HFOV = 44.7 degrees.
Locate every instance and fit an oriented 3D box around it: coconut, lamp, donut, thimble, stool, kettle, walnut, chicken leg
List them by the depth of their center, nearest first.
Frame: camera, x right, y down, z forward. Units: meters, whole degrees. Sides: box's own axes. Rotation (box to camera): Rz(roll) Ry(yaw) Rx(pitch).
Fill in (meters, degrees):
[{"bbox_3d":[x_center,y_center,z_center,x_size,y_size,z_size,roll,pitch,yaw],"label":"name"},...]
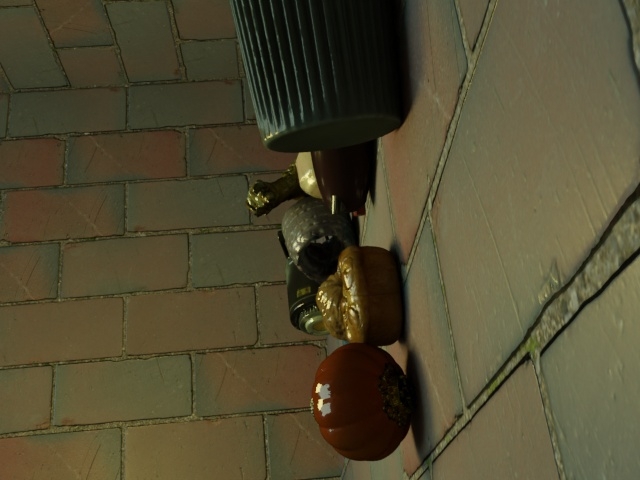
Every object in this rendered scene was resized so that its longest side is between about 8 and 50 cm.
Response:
[{"bbox_3d":[-0.002,-0.344,1.388,0.297,0.297,0.329,126,134,-84],"label":"stool"},{"bbox_3d":[0.081,0.303,1.466,0.223,0.197,0.223,34,-132,-47],"label":"lamp"},{"bbox_3d":[0.098,0.112,1.583,0.226,0.114,0.226,176,90,-86],"label":"donut"},{"bbox_3d":[0.053,-0.190,1.812,0.202,0.144,0.232,-69,-20,-48],"label":"kettle"},{"bbox_3d":[0.068,0.153,1.827,0.184,0.156,0.155,76,-176,-46],"label":"walnut"},{"bbox_3d":[0.014,-0.214,2.162,0.171,0.171,0.182,93,170,-62],"label":"coconut"},{"bbox_3d":[0.000,0.000,2.234,0.236,0.205,0.172,85,173,-47],"label":"thimble"},{"bbox_3d":[-0.072,-0.176,2.287,0.429,0.153,0.201,-31,-45,-45],"label":"chicken leg"},{"bbox_3d":[-0.009,0.164,2.521,0.272,0.205,0.374,-91,-17,-56],"label":"lamp"}]

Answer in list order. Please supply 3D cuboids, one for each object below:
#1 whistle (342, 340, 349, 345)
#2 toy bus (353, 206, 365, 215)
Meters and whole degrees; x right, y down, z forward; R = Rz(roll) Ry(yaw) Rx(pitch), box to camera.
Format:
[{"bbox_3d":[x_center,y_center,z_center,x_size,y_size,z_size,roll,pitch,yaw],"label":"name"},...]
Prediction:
[{"bbox_3d":[0.101,0.273,2.007,0.180,0.093,0.269,-89,-8,-48],"label":"whistle"},{"bbox_3d":[0.095,-0.117,1.994,0.043,0.031,0.110,153,111,-83],"label":"toy bus"}]
